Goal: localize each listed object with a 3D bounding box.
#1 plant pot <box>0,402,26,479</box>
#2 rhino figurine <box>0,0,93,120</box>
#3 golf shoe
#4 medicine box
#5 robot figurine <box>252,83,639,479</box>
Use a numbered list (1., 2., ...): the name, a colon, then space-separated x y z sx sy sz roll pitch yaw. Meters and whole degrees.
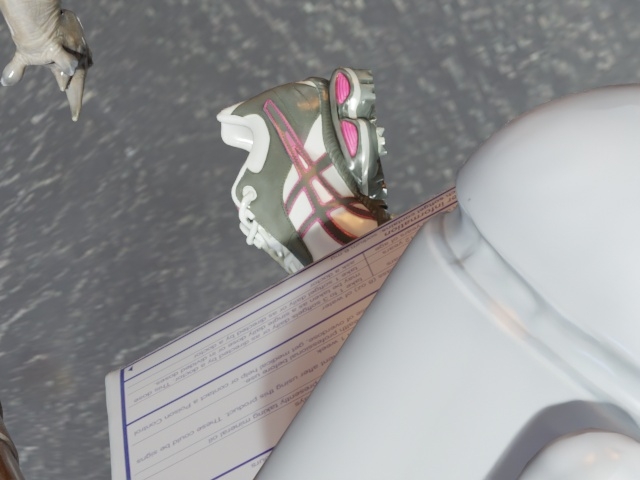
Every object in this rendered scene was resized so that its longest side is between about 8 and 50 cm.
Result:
1. plant pot: -0.214 0.183 0.997 0.167 0.167 0.165 -27 57 -22
2. rhino figurine: -0.190 -0.192 1.164 0.073 0.106 0.243 -7 109 12
3. golf shoe: 0.000 0.000 1.287 0.120 0.105 0.273 -8 52 -3
4. medicine box: 0.035 0.122 0.972 0.263 0.289 0.149 -28 112 3
5. robot figurine: 0.089 0.093 0.634 0.200 0.300 0.353 35 103 6
